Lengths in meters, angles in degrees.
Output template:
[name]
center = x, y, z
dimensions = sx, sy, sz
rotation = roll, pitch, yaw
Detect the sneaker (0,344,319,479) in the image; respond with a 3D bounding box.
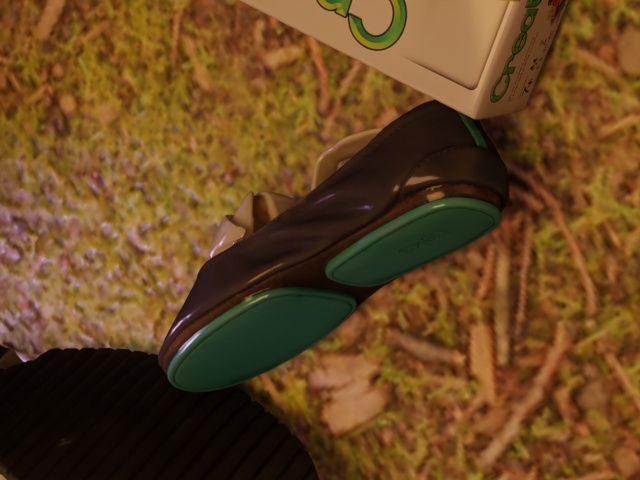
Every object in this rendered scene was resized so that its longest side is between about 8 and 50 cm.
[sneaker]
center = -0.140, 0.136, 0.771
dimensions = 0.331, 0.122, 0.146
rotation = 8, 120, 30

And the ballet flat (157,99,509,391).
[ballet flat]
center = 0.000, 0.000, 0.680
dimensions = 0.203, 0.074, 0.074
rotation = -34, 81, 38

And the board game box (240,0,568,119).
[board game box]
center = -0.016, -0.202, 0.654
dimensions = 0.305, 0.053, 0.193
rotation = 29, 114, 24
